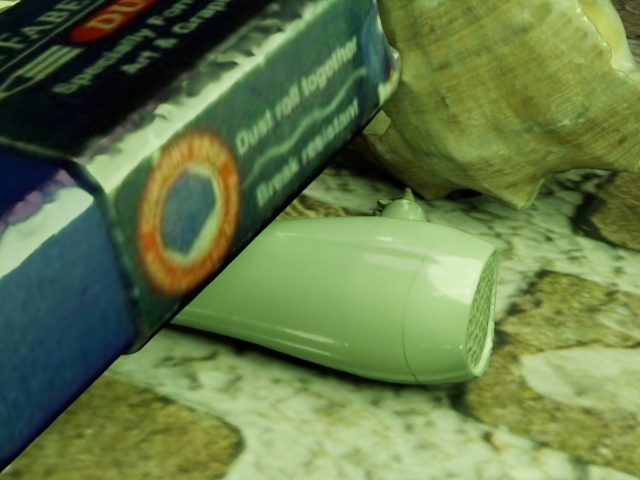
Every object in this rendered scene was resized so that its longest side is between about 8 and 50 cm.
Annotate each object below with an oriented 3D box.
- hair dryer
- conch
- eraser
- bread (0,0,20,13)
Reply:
[{"bbox_3d":[0.000,0.000,0.710,0.206,0.075,0.237,8,16,14],"label":"hair dryer"},{"bbox_3d":[0.092,-0.113,0.808,0.263,0.186,0.324,30,7,39],"label":"conch"},{"bbox_3d":[-0.105,-0.037,0.587,0.155,0.102,0.332,14,40,30],"label":"eraser"},{"bbox_3d":[-0.226,-0.166,0.842,0.305,0.159,0.305,15,30,-9],"label":"bread"}]
